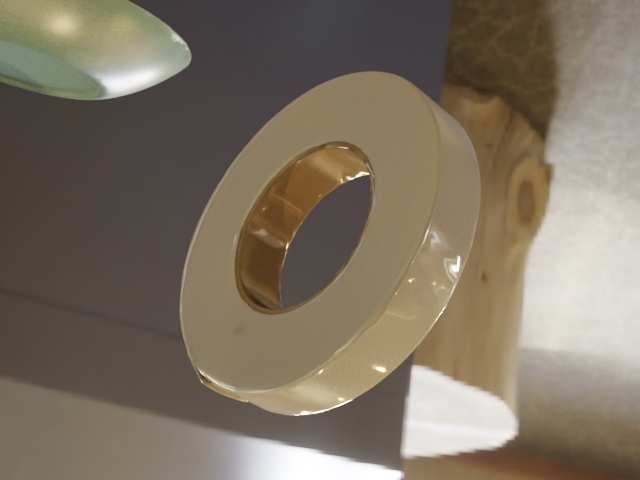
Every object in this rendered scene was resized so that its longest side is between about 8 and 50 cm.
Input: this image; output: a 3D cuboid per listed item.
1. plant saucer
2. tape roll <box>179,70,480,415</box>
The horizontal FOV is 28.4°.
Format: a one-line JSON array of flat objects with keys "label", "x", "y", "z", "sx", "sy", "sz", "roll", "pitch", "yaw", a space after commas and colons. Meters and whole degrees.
[{"label": "plant saucer", "x": -0.175, "y": -0.120, "z": 0.758, "sx": 0.194, "sy": 0.037, "sz": 0.195, "roll": 14, "pitch": 172, "yaw": 2}, {"label": "tape roll", "x": 0.000, "y": 0.000, "z": 1.375, "sx": 0.392, "sy": 0.392, "sz": 0.072, "roll": -17, "pitch": 143, "yaw": 41}]
